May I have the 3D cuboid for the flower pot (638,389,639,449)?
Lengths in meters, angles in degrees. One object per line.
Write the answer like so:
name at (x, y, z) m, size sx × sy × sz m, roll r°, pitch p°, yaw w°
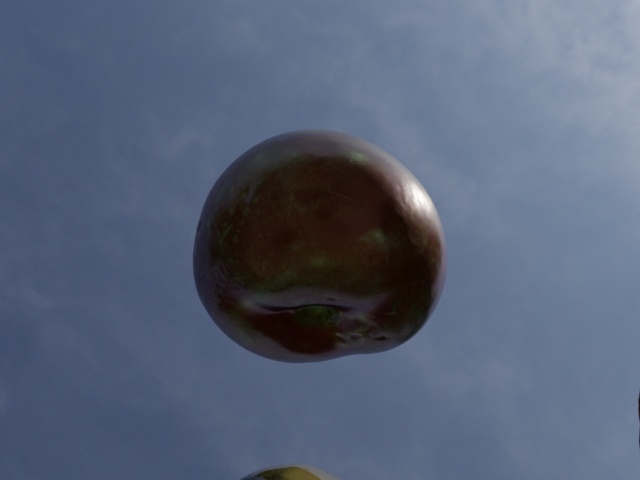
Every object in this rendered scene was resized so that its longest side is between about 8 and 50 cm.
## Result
flower pot at (0.440, 0.186, 0.773) m, size 0.173 × 0.190 × 0.191 m, roll 4°, pitch -98°, yaw -19°

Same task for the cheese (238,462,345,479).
cheese at (0.024, 0.228, 0.500) m, size 0.259 × 0.316 × 0.128 m, roll 18°, pitch -89°, yaw -11°

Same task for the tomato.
tomato at (0.000, 0.000, 0.862) m, size 0.270 × 0.270 × 0.223 m, roll 1°, pitch -122°, yaw -3°
